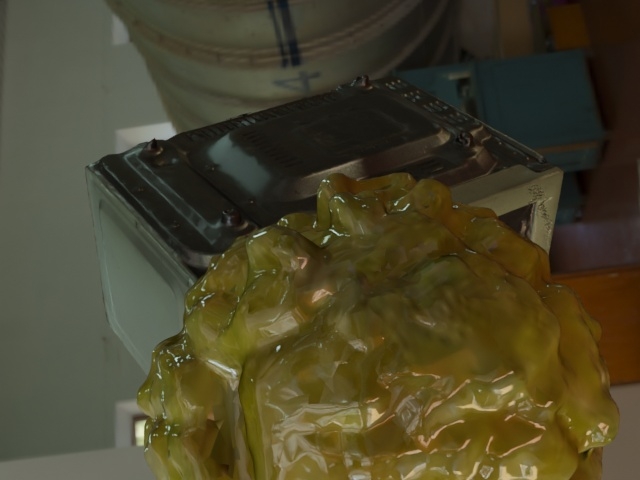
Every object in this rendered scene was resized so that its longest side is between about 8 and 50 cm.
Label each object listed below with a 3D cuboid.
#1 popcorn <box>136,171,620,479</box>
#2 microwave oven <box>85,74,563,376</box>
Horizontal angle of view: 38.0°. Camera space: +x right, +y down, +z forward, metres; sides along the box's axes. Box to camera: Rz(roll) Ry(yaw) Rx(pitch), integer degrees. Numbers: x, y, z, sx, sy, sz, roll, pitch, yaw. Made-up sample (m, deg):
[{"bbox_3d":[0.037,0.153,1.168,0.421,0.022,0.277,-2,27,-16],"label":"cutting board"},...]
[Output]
[{"bbox_3d":[0.028,0.086,0.503,0.225,0.249,0.249,143,120,-77],"label":"popcorn"},{"bbox_3d":[0.000,0.000,0.862,0.286,0.355,0.218,41,141,43],"label":"microwave oven"}]
